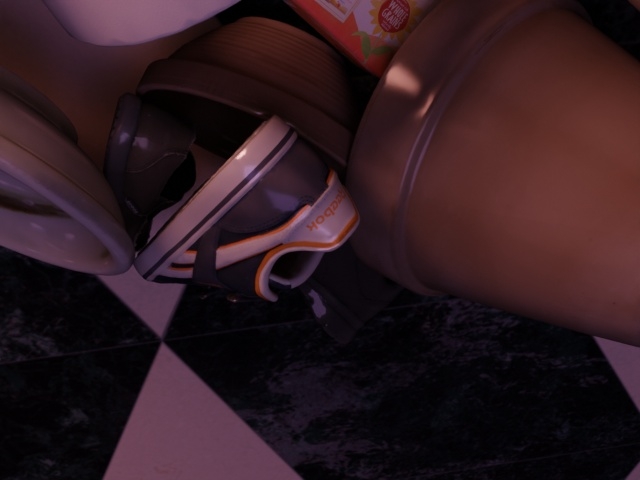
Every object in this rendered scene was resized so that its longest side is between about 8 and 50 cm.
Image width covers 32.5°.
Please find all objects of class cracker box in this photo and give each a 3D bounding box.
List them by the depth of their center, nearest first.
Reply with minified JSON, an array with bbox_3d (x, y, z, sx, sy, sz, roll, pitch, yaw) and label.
[{"bbox_3d":[0.064,-0.284,0.971,0.155,0.067,0.232,38,93,-31],"label":"cracker box"}]

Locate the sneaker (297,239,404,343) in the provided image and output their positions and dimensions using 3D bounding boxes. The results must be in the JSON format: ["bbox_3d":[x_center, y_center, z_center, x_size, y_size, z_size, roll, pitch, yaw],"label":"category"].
[{"bbox_3d":[0.000,0.000,1.219,0.130,0.109,0.286,-36,139,8],"label":"sneaker"}]

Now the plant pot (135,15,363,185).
[{"bbox_3d":[-0.049,-0.140,1.057,0.237,0.237,0.110,27,79,-27],"label":"plant pot"}]

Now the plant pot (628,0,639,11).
[{"bbox_3d":[0.297,-0.343,0.911,0.191,0.284,0.284,36,122,10],"label":"plant pot"}]

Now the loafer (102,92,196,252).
[{"bbox_3d":[-0.172,-0.051,1.100,0.087,0.094,0.251,12,154,-7],"label":"loafer"}]

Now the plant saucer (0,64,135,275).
[{"bbox_3d":[-0.335,-0.099,0.985,0.400,0.400,0.100,32,73,-30],"label":"plant saucer"}]

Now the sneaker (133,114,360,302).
[{"bbox_3d":[-0.076,0.000,1.016,0.127,0.126,0.321,43,154,-9],"label":"sneaker"}]

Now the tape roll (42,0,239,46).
[{"bbox_3d":[-0.107,-0.280,0.853,0.286,0.286,0.100,-27,128,12],"label":"tape roll"}]

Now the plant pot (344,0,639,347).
[{"bbox_3d":[0.228,-0.048,1.009,0.323,0.280,0.323,-33,140,-33],"label":"plant pot"}]
